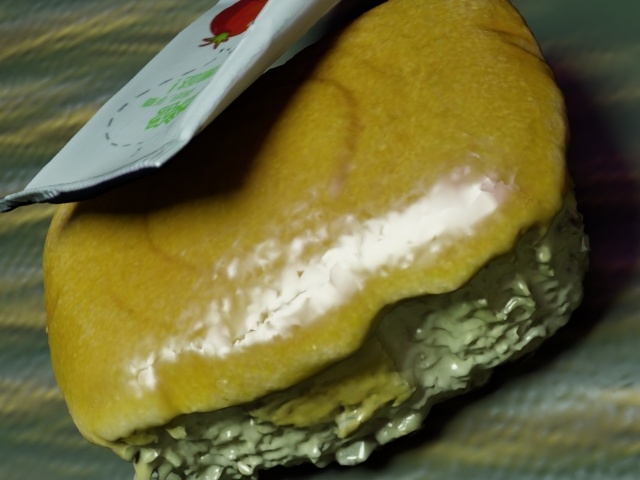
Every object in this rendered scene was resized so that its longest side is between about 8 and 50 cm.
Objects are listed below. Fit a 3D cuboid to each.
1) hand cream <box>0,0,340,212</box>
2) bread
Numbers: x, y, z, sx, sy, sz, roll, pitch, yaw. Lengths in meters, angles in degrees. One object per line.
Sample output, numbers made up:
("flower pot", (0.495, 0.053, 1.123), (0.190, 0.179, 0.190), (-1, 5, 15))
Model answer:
("hand cream", (-0.015, -0.117, 0.804), (0.121, 0.076, 0.336), (-19, 24, 47))
("bread", (0.000, 0.000, 0.763), (0.245, 0.121, 0.174), (-29, 49, 16))
